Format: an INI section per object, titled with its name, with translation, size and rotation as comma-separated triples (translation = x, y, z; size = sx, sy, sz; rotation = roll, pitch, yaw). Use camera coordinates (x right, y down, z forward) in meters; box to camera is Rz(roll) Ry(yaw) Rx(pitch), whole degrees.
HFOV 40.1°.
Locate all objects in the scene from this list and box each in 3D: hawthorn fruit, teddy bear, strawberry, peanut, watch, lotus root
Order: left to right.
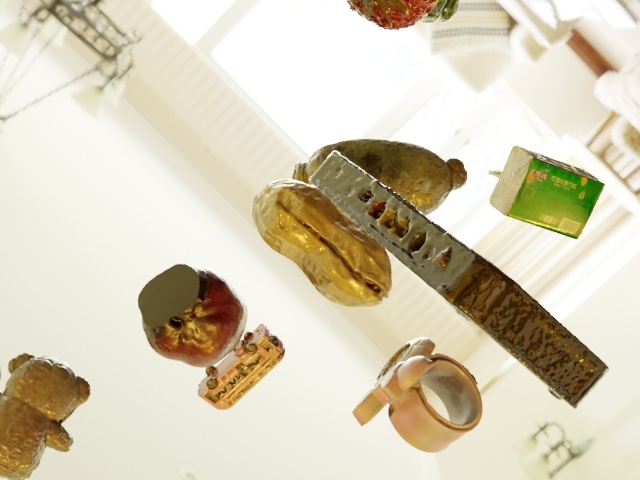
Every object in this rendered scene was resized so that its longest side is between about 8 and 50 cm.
[teddy bear]
translation = -0.628, 0.373, 1.864
size = 0.236, 0.151, 0.267
rotation = 27, -126, -2
[hawthorn fruit]
translation = -0.225, 0.139, 1.622
size = 0.189, 0.189, 0.251
rotation = 48, -177, 15
[peanut]
translation = 0.000, 0.000, 1.362
size = 0.290, 0.130, 0.130
rotation = 40, -175, 28
[lotus root]
translation = 0.119, -0.114, 1.709
size = 0.175, 0.349, 0.175
rotation = 177, 90, -88
[strawberry]
translation = 0.086, -0.334, 1.110
size = 0.145, 0.145, 0.086
rotation = 45, -144, -7
[watch]
translation = 0.224, 0.333, 1.826
size = 0.217, 0.211, 0.248
rotation = 43, -143, 1

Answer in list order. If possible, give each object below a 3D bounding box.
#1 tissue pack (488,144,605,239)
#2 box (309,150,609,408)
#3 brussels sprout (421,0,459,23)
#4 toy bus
[tissue pack]
translation = 0.494, -0.116, 1.972
size = 0.209, 0.148, 0.156
rotation = 16, -162, -22
[box]
translation = 0.127, 0.027, 0.906
size = 0.211, 0.058, 0.350
rotation = 38, -176, -31
[brussels sprout]
translation = 0.175, -0.516, 1.464
size = 0.294, 0.259, 0.227
rotation = 60, 170, -26
[toy bus]
translation = -0.165, 0.265, 1.826
size = 0.090, 0.203, 0.063
rotation = 41, -168, -23
